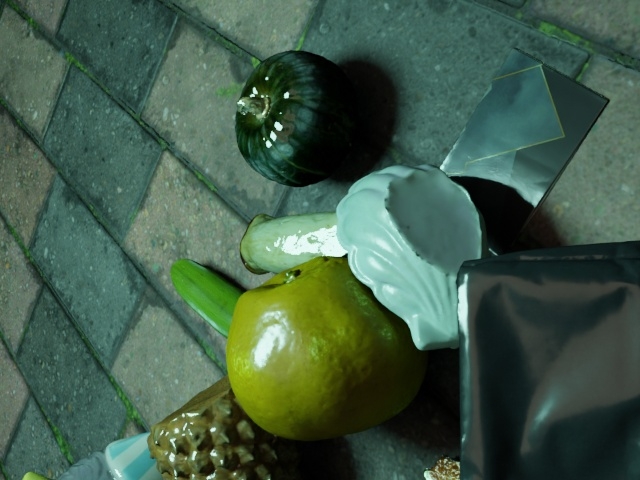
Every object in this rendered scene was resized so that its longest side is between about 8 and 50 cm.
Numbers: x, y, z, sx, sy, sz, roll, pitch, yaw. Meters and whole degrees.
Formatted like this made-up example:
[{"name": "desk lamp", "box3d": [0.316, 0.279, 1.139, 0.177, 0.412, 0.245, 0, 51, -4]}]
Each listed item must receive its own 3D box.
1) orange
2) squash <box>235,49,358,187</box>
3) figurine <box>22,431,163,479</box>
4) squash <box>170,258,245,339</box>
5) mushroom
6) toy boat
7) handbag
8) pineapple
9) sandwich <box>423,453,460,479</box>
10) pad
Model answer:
[{"name": "orange", "box3d": [0.005, 0.141, 0.959, 0.279, 0.279, 0.235, -18, 86, 40]}, {"name": "squash", "box3d": [-0.040, -0.189, 1.104, 0.218, 0.172, 0.218, -9, 68, 24]}, {"name": "figurine", "box3d": [-0.279, 0.476, 1.244, 0.378, 0.361, 0.266, -23, 70, 3]}, {"name": "squash", "box3d": [-0.173, 0.114, 1.252, 0.292, 0.082, 0.082, 30, 105, 42]}, {"name": "mushroom", "box3d": [-0.001, 0.004, 1.109, 0.333, 0.087, 0.107, -2, 83, 40]}, {"name": "toy boat", "box3d": [0.131, -0.006, 0.893, 0.100, 0.199, 0.290, 98, 158, -54]}, {"name": "handbag", "box3d": [0.282, 0.158, 0.773, 0.275, 0.178, 0.301, -4, 84, 27]}, {"name": "pineapple", "box3d": [-0.096, 0.389, 1.074, 0.223, 0.223, 0.357, -31, 90, 36]}, {"name": "sandwich", "box3d": [0.197, 0.312, 0.929, 0.135, 0.029, 0.067, -22, 65, 40]}, {"name": "pad", "box3d": [0.250, -0.118, 0.948, 0.163, 0.004, 0.243, 44, 114, 37]}]
